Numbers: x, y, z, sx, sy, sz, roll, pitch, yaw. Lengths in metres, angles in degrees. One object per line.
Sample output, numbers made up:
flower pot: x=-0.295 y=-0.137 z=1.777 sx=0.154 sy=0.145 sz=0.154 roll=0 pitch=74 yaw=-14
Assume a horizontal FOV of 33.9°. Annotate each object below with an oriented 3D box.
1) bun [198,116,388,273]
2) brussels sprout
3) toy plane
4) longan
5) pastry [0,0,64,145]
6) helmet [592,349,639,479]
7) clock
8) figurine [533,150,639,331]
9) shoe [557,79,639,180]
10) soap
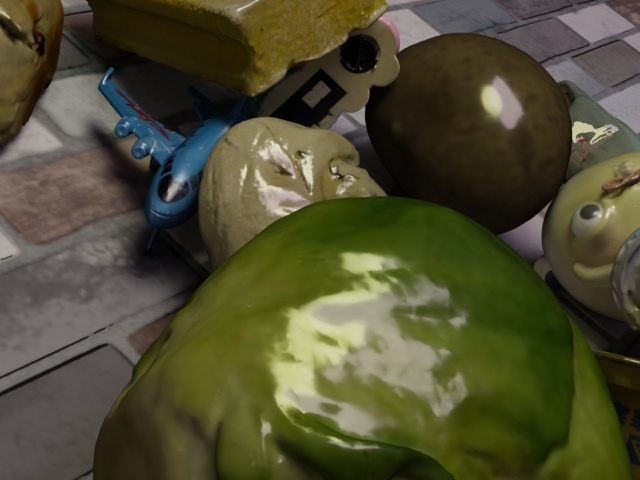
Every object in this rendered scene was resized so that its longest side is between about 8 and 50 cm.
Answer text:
bun: x=0.000 y=0.000 z=0.913 sx=0.237 sy=0.116 sz=0.210 roll=38 pitch=51 yaw=-32
brussels sprout: x=0.032 y=0.131 z=0.708 sx=0.371 sy=0.276 sz=0.315 roll=9 pitch=55 yaw=-34
toy plane: x=-0.114 y=-0.073 z=0.997 sx=0.254 sy=0.105 sz=0.271 roll=28 pitch=35 yaw=-2
longan: x=0.165 y=-0.123 z=1.186 sx=0.246 sy=0.215 sz=0.246 roll=16 pitch=13 yaw=-4
pastry: x=-0.349 y=-0.224 z=0.958 sx=0.236 sy=0.170 sz=0.256 roll=25 pitch=29 yaw=-13
helmet: x=0.260 y=0.172 z=0.908 sx=0.205 sy=0.140 sz=0.257 roll=15 pitch=-2 yaw=3
clock: x=-0.010 y=-0.214 z=1.184 sx=0.100 sy=0.194 sz=0.195 roll=42 pitch=18 yaw=-31
figurine: x=0.378 y=0.060 z=1.079 sx=0.274 sy=0.226 sz=0.394 roll=63 pitch=3 yaw=-17
shoe: x=0.354 y=-0.138 z=1.444 sx=0.100 sy=0.103 sz=0.251 roll=10 pitch=34 yaw=-29
soap: x=-0.099 y=-0.260 z=1.093 sx=0.199 sy=0.091 sz=0.315 roll=-36 pitch=38 yaw=-24
